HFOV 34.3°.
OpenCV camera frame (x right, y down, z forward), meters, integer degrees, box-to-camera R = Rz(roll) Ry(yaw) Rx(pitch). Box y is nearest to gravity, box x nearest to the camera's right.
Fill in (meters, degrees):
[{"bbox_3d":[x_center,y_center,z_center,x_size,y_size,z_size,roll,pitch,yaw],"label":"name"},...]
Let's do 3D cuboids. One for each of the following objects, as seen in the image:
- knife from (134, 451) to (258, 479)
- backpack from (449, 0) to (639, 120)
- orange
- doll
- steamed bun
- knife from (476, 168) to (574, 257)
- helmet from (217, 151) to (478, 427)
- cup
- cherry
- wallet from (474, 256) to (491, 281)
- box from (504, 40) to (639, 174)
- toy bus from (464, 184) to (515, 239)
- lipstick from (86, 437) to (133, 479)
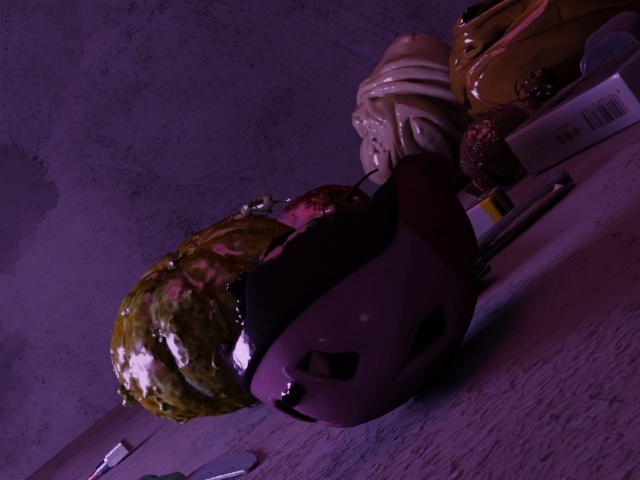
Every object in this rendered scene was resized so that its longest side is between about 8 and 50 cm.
[{"bbox_3d":[-0.132,0.251,1.091,0.260,0.035,0.063,-27,3,43],"label":"knife"},{"bbox_3d":[0.391,-0.321,1.712,0.378,0.201,0.353,-29,-10,17],"label":"backpack"},{"bbox_3d":[-0.122,0.106,1.321,0.300,0.223,0.301,-29,14,44],"label":"orange"},{"bbox_3d":[0.259,-0.132,1.505,0.221,0.115,0.105,-48,18,-32],"label":"doll"},{"bbox_3d":[0.209,-0.221,1.940,0.203,0.276,0.289,26,95,52],"label":"steamed bun"},{"bbox_3d":[0.212,-0.023,1.115,0.162,0.023,0.044,-39,8,-16],"label":"knife"},{"bbox_3d":[0.044,0.053,0.815,0.253,0.154,0.198,-18,-30,-37],"label":"helmet"},{"bbox_3d":[0.415,-0.252,1.478,0.128,0.095,0.129,-37,5,29],"label":"cup"},{"bbox_3d":[0.000,0.000,1.783,0.249,0.175,0.192,-30,13,41],"label":"cherry"},{"bbox_3d":[0.120,0.053,1.031,0.088,0.026,0.129,-43,5,-9],"label":"wallet"},{"bbox_3d":[0.361,-0.180,1.320,0.155,0.067,0.243,-38,3,-26],"label":"box"},{"bbox_3d":[0.172,-0.013,1.181,0.102,0.052,0.058,-34,4,30],"label":"toy bus"},{"bbox_3d":[-0.375,0.392,1.822,0.107,0.025,0.025,-44,0,14],"label":"lipstick"}]
